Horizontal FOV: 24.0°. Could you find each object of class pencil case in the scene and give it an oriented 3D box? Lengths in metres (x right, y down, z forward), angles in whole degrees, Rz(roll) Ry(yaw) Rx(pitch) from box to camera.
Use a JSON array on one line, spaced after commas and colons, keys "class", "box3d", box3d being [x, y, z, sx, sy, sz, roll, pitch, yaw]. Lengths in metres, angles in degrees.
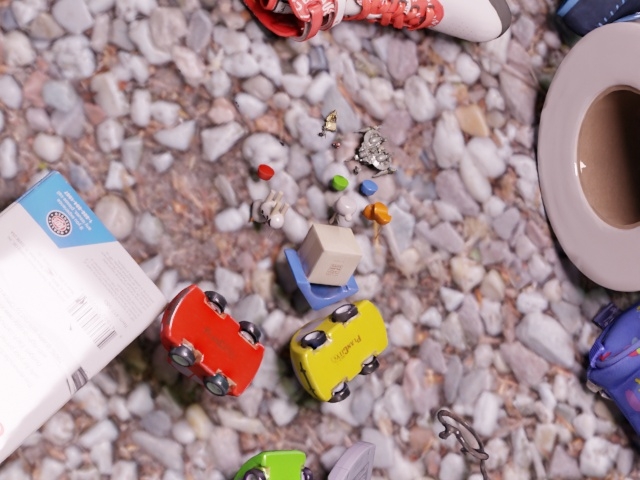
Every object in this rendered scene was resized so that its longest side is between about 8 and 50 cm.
[{"class": "pencil case", "box3d": [0.367, 0.188, 1.403, 0.306, 0.133, 0.119, 54, 18, -6]}]

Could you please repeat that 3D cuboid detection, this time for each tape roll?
[{"class": "tape roll", "box3d": [0.339, -0.079, 1.385, 0.169, 0.246, 0.246, -3, 79, -29]}]

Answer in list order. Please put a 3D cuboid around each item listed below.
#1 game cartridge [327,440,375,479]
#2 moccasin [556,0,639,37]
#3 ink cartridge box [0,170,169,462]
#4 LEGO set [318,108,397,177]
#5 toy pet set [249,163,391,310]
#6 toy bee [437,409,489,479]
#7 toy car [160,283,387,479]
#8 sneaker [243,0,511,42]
[{"class": "game cartridge", "box3d": [0.023, 0.200, 1.243, 0.083, 0.017, 0.056, -35, 139, -63]}, {"class": "moccasin", "box3d": [0.377, -0.291, 1.518, 0.342, 0.138, 0.117, -39, 90, -29]}, {"class": "ink cartridge box", "box3d": [-0.234, 0.062, 1.142, 0.191, 0.082, 0.139, -44, 99, -28]}, {"class": "LEGO set", "box3d": [0.039, -0.086, 1.356, 0.083, 0.023, 0.054, 17, 70, -23]}, {"class": "toy pet set", "box3d": [0.000, 0.000, 1.308, 0.122, 0.065, 0.114, 8, 39, -29]}, {"class": "toy bee", "box3d": [0.157, 0.305, 1.242, 0.195, 0.298, 0.162, 35, 99, -28]}, {"class": "toy car", "box3d": [-0.045, 0.154, 1.222, 0.239, 0.053, 0.225, 6, 83, -43]}, {"class": "sneaker", "box3d": [0.035, -0.220, 1.353, 0.270, 0.090, 0.145, 33, 65, -13]}]
